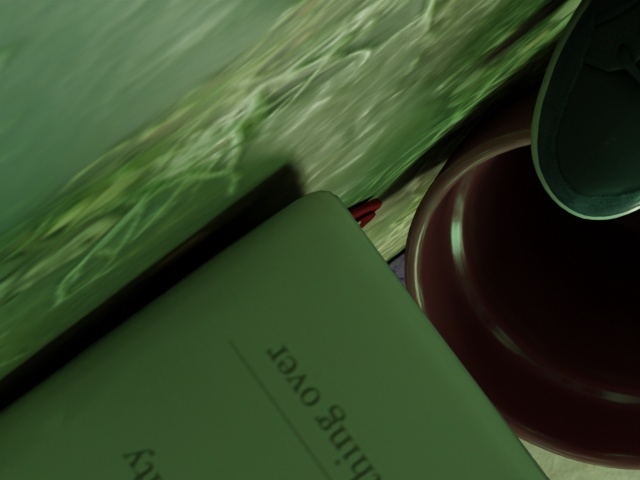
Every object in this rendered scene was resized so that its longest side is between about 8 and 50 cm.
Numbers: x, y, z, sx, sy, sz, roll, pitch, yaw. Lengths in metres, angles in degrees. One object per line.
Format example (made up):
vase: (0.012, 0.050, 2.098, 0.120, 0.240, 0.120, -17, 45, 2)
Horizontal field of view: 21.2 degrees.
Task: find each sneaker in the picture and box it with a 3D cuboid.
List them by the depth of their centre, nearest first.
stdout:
sneaker: (0.152, -0.087, 0.617, 0.226, 0.086, 0.163, -50, 180, 18)

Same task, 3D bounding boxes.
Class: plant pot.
plant pot: (0.166, -0.012, 0.885, 0.201, 0.201, 0.180, -43, -174, 38)

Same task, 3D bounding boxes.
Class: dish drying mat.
dish drying mat: (0.000, 0.000, 0.799, 0.032, 0.008, 0.083, -41, 172, 32)

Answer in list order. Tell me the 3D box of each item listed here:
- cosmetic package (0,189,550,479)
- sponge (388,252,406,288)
cosmetic package: (-0.056, 0.238, 0.724, 0.394, 0.329, 0.327, -35, 173, -3)
sponge: (0.064, 0.036, 1.255, 0.117, 0.031, 0.210, -39, 173, 6)
